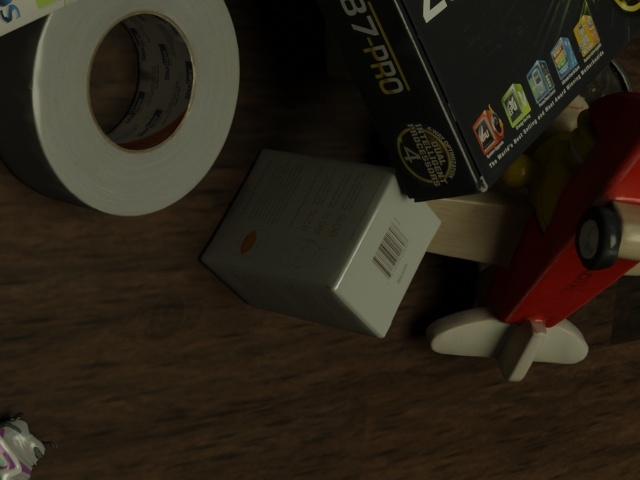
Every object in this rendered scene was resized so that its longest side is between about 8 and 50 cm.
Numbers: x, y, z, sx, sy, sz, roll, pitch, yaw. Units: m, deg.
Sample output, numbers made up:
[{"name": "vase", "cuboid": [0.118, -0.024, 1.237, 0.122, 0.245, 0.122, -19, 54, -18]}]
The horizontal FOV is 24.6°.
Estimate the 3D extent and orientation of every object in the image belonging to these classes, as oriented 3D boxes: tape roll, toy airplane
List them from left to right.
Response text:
[{"name": "tape roll", "cuboid": [-0.167, -0.132, 1.196, 0.219, 0.072, 0.219, -15, 110, -45]}, {"name": "toy airplane", "cuboid": [0.249, -0.026, 1.535, 0.386, 0.384, 0.273, 39, 40, -55]}]

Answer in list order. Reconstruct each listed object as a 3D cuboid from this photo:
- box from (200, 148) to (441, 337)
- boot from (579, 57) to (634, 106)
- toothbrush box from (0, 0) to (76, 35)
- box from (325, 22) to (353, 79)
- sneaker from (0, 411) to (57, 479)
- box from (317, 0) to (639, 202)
[{"name": "box", "cuboid": [0.000, 0.000, 1.343, 0.091, 0.170, 0.130, 46, 66, -43]}, {"name": "boot", "cuboid": [0.238, -0.162, 1.652, 0.229, 0.091, 0.263, -43, 125, -26]}, {"name": "toothbrush box", "cuboid": [-0.164, -0.290, 0.988, 0.283, 0.122, 0.206, -26, 140, -12]}, {"name": "box", "cuboid": [0.069, -0.295, 1.405, 0.113, 0.094, 0.275, -15, 111, -45]}, {"name": "sneaker", "cuboid": [-0.245, 0.190, 1.214, 0.069, 0.038, 0.098, -29, 121, -40]}, {"name": "box", "cuboid": [0.152, -0.269, 1.321, 0.395, 0.097, 0.318, -42, 114, -38]}]
